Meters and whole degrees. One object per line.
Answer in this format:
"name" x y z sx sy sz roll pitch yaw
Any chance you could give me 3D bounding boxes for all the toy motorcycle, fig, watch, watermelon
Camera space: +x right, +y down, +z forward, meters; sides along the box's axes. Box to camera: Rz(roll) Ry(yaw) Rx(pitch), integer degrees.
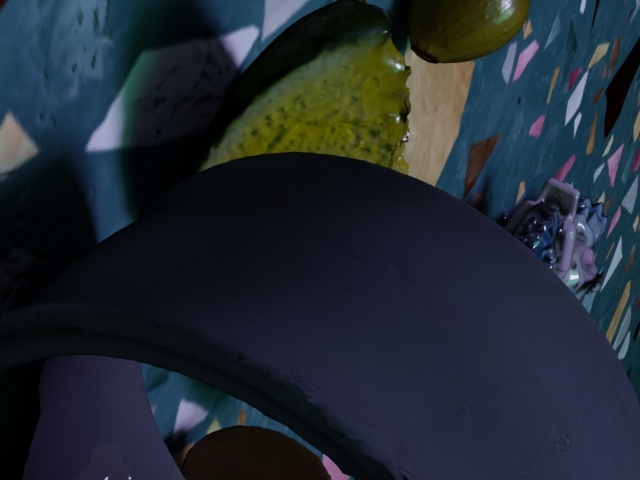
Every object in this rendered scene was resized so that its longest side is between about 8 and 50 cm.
"toy motorcycle" 0.199 0.012 1.214 0.204 0.108 0.239 -50 175 -31
"fig" 0.090 -0.148 0.873 0.088 0.074 0.074 -47 152 -13
"watch" 0.003 0.144 0.572 0.314 0.335 0.327 -42 154 -48
"watermelon" 0.000 0.000 0.708 0.123 0.129 0.301 -58 149 -33
